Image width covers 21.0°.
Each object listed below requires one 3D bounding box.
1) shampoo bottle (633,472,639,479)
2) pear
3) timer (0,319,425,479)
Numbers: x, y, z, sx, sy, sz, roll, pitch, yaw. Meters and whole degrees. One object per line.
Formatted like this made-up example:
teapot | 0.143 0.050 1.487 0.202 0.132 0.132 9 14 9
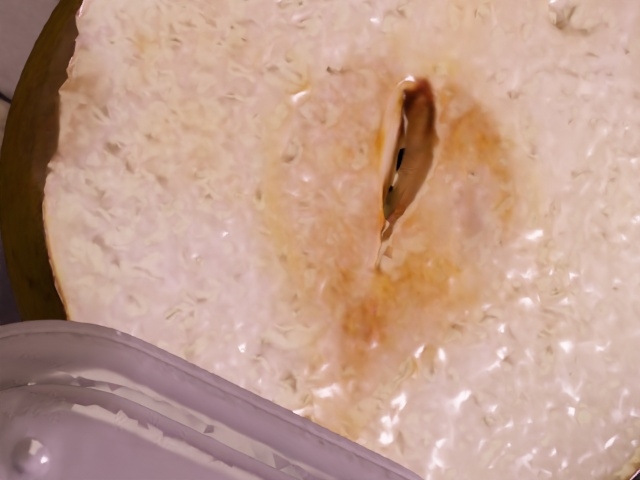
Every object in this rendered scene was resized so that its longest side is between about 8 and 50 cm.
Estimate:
shampoo bottle | 0.242 0.143 0.947 0.359 0.134 0.078 45 43 5
pear | 0.000 0.000 0.832 0.340 0.191 0.386 27 70 -20
timer | -0.069 0.168 0.631 0.262 0.237 0.087 27 6 -15
